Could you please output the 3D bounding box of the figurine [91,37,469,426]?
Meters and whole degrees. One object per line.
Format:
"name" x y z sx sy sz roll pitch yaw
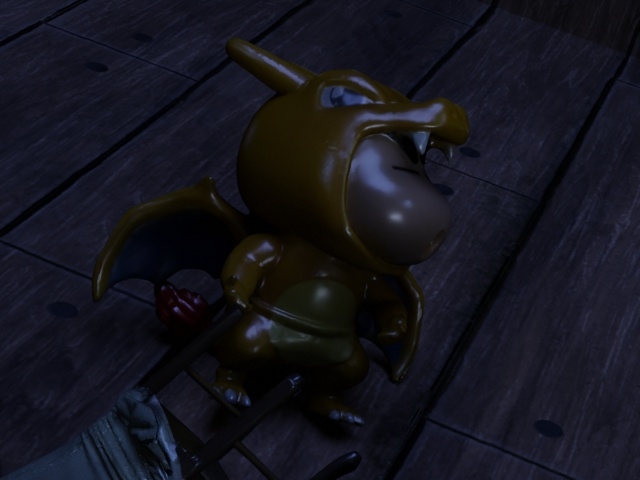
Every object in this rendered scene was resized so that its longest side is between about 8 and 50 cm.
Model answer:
"figurine" -0.032 -0.008 1.783 0.401 0.387 0.268 15 4 -9

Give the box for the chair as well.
"chair" -0.147 0.233 1.556 0.160 0.319 0.186 51 -1 45
